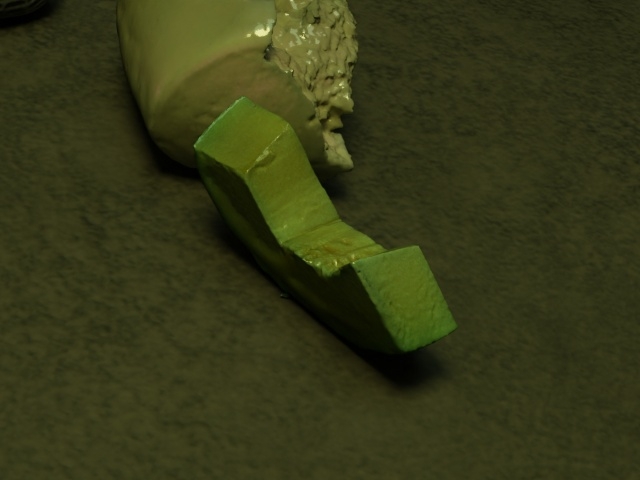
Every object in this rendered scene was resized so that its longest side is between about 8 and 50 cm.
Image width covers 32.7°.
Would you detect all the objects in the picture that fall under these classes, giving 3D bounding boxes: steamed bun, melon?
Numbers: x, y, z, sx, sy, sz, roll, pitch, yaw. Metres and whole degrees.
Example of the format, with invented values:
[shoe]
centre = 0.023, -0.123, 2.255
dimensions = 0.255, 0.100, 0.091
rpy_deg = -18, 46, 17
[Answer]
[steamed bun]
centre = -0.050, -0.156, 0.852
dimensions = 0.200, 0.170, 0.225
rpy_deg = 1, 42, -23
[melon]
centre = 0.000, 0.000, 0.724
dimensions = 0.064, 0.118, 0.209
rpy_deg = -34, 51, -24

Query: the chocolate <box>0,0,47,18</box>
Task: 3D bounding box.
[chocolate]
centre = -0.293, -0.217, 0.927
dimensions = 0.072, 0.072, 0.167
rpy_deg = 34, 45, 23
